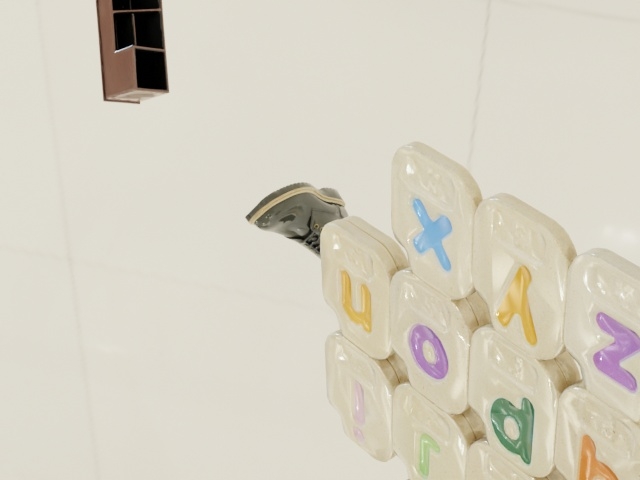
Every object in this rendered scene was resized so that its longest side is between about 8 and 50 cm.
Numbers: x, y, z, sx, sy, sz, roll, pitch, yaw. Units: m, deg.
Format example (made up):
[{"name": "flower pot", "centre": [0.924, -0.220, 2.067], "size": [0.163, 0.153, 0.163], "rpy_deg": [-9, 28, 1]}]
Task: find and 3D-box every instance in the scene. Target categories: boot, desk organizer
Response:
[{"name": "boot", "centre": [0.000, 0.000, 1.901], "size": [0.077, 0.198, 0.137], "rpy_deg": [-41, 71, 30]}, {"name": "desk organizer", "centre": [-0.185, -0.203, 1.449], "size": [0.050, 0.130, 0.047], "rpy_deg": [-10, 173, 43]}]

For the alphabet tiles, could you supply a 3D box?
[{"name": "alphabet tiles", "centre": [0.095, 0.099, 0.693], "size": [0.284, 0.021, 0.278], "rpy_deg": [34, 138, 42]}]
